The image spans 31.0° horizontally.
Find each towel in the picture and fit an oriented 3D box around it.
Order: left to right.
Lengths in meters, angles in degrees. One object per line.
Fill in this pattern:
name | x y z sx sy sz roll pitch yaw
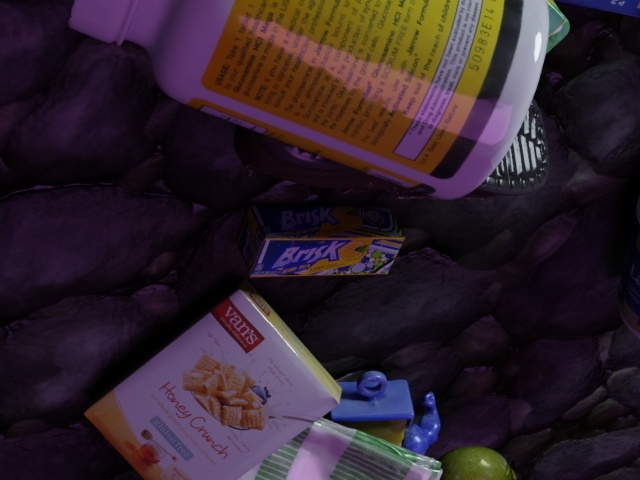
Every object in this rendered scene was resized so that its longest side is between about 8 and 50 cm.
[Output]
towel | -0.045 0.316 1.376 0.325 0.038 0.247 21 97 -6

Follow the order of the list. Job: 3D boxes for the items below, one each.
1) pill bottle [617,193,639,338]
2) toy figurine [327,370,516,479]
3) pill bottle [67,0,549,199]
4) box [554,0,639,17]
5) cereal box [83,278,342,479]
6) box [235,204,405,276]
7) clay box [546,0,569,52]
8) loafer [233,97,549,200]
pill bottle | 0.451 0.003 1.394 0.153 0.153 0.264 -17 138 -11
toy figurine | 0.089 0.264 1.453 0.363 0.191 0.217 0 120 -5
pill bottle | -0.011 -0.170 0.888 0.334 0.188 0.188 20 125 -14
box | 0.256 -0.285 1.078 0.225 0.036 0.136 4 132 -29
cereal box | -0.120 0.180 1.294 0.240 0.047 0.173 -39 99 15
box | 0.000 0.000 1.230 0.169 0.054 0.059 -1 134 -28
clay box | 0.114 -0.209 1.014 0.222 0.053 0.127 38 111 -24
loafer | 0.071 -0.108 1.125 0.366 0.133 0.130 6 167 -35
